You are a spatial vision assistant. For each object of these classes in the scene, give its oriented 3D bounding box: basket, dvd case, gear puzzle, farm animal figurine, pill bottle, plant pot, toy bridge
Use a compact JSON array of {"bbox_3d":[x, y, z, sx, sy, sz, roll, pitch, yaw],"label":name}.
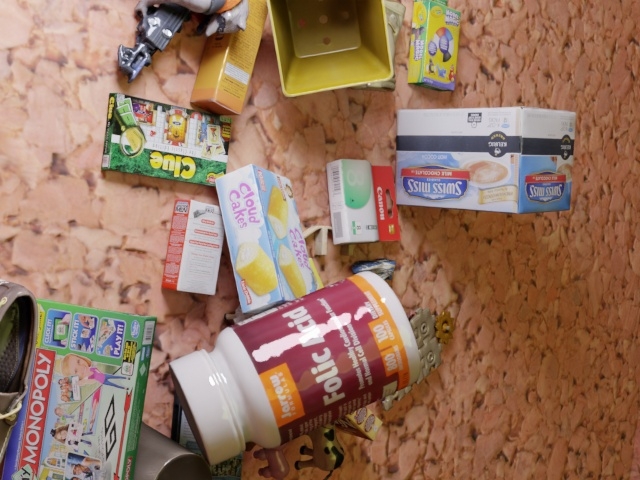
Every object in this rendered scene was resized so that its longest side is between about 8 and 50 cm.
[{"bbox_3d":[-0.300,0.395,1.535,0.204,0.227,0.154,-10,102,-45],"label":"basket"},{"bbox_3d":[-0.213,0.381,1.722,0.180,0.022,0.253,22,65,-47],"label":"dvd case"},{"bbox_3d":[0.223,0.255,2.194,0.339,0.044,0.175,-31,114,-42],"label":"gear puzzle"},{"bbox_3d":[-0.052,0.304,1.781,0.330,0.172,0.326,30,60,-44],"label":"farm animal figurine"},{"bbox_3d":[-0.047,0.221,1.574,0.392,0.224,0.224,-22,112,-16],"label":"pill bottle"},{"bbox_3d":[0.013,-0.416,1.761,0.212,0.187,0.212,-10,112,0],"label":"plant pot"},{"bbox_3d":[0.000,0.000,1.944,0.188,0.026,0.063,3,89,-46],"label":"toy bridge"}]

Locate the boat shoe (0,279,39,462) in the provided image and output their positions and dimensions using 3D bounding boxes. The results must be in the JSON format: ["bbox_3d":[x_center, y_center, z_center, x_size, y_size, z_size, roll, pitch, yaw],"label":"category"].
[{"bbox_3d":[-0.506,0.224,1.400,0.117,0.097,0.324,15,83,-46],"label":"boat shoe"}]

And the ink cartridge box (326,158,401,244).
[{"bbox_3d":[0.112,-0.085,2.012,0.225,0.056,0.181,-3,86,-43],"label":"ink cartridge box"}]

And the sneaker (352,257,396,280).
[{"bbox_3d":[0.123,0.075,2.062,0.135,0.052,0.058,-4,101,-45],"label":"sneaker"}]

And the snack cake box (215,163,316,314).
[{"bbox_3d":[-0.099,0.005,1.705,0.152,0.089,0.264,14,59,-61],"label":"snack cake box"}]

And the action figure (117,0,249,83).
[{"bbox_3d":[-0.258,-0.443,1.534,0.330,0.178,0.341,34,67,-32],"label":"action figure"}]

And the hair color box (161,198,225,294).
[{"bbox_3d":[-0.233,0.013,1.688,0.093,0.053,0.167,13,86,-47],"label":"hair color box"}]

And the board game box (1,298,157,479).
[{"bbox_3d":[-0.386,0.264,1.448,0.046,0.213,0.317,16,82,-73],"label":"board game box"}]

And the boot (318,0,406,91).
[{"bbox_3d":[0.077,-0.425,1.936,0.262,0.095,0.203,4,93,-48],"label":"boot"}]

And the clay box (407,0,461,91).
[{"bbox_3d":[0.271,-0.473,2.153,0.127,0.053,0.222,3,93,-46],"label":"clay box"}]

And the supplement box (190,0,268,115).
[{"bbox_3d":[-0.167,-0.355,1.701,0.080,0.078,0.233,20,81,-45],"label":"supplement box"}]

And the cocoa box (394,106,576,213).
[{"bbox_3d":[0.369,-0.183,2.072,0.231,0.347,0.228,-4,98,-46],"label":"cocoa box"}]

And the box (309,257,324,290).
[{"bbox_3d":[-0.024,0.143,1.894,0.058,0.087,0.232,-44,122,-36],"label":"box"}]

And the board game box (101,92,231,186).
[{"bbox_3d":[-0.273,-0.177,1.647,0.260,0.030,0.136,5,92,-46],"label":"board game box"}]

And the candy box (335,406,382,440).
[{"bbox_3d":[0.040,0.359,1.963,0.186,0.109,0.053,47,62,-37],"label":"candy box"}]
